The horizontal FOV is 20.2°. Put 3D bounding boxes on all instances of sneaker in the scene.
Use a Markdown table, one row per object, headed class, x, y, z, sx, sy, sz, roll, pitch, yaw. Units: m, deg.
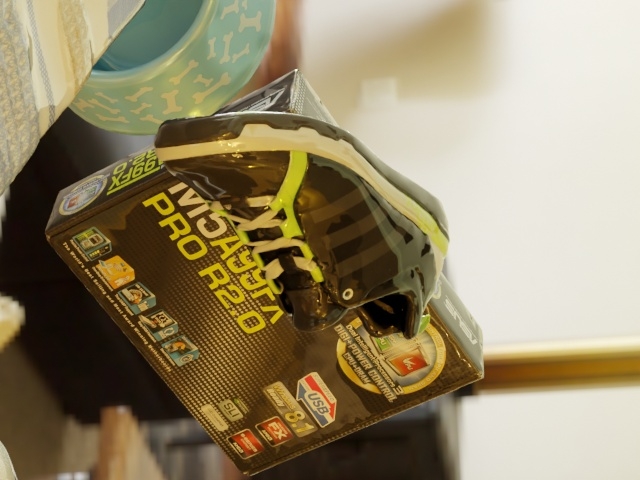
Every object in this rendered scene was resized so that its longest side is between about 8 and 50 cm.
| class | x | y | z | sx | sy | sz | roll | pitch | yaw |
| --- | --- | --- | --- | --- | --- | --- | --- | --- | --- |
| sneaker | 0.000 | 0.000 | 0.992 | 0.234 | 0.084 | 0.097 | 24 | 69 | -47 |

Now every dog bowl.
| class | x | y | z | sx | sy | sz | roll | pitch | yaw |
| --- | --- | --- | --- | --- | --- | --- | --- | --- | --- |
| dog bowl | -0.142 | -0.214 | 1.154 | 0.297 | 0.166 | 0.074 | 67 | 9 | 13 |

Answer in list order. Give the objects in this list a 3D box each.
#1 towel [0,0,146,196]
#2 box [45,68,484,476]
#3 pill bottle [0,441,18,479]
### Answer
| class | x | y | z | sx | sy | sz | roll | pitch | yaw |
| --- | --- | --- | --- | --- | --- | --- | --- | --- | --- |
| towel | -0.131 | -0.129 | 0.766 | 0.285 | 0.034 | 0.209 | -64 | 157 | -54 |
| box | -0.037 | 0.032 | 1.326 | 0.270 | 0.216 | 0.060 | 54 | 24 | -28 |
| pill bottle | -0.214 | 0.162 | 0.981 | 0.112 | 0.112 | 0.187 | -75 | 156 | -60 |
